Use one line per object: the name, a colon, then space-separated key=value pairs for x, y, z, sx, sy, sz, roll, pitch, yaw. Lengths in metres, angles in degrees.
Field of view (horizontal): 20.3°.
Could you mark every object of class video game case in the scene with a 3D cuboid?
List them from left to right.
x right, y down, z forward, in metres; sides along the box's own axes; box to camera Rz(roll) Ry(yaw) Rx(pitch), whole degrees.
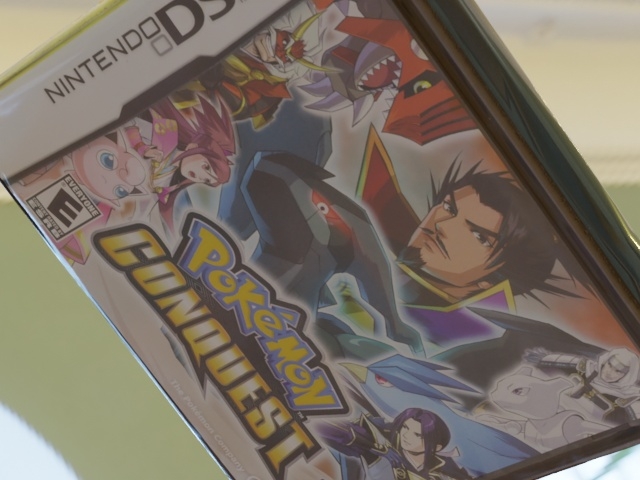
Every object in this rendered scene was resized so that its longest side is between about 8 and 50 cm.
video game case: x=0.000 y=0.000 z=0.772 sx=0.248 sy=0.275 sz=0.035 roll=-27 pitch=14 yaw=39
